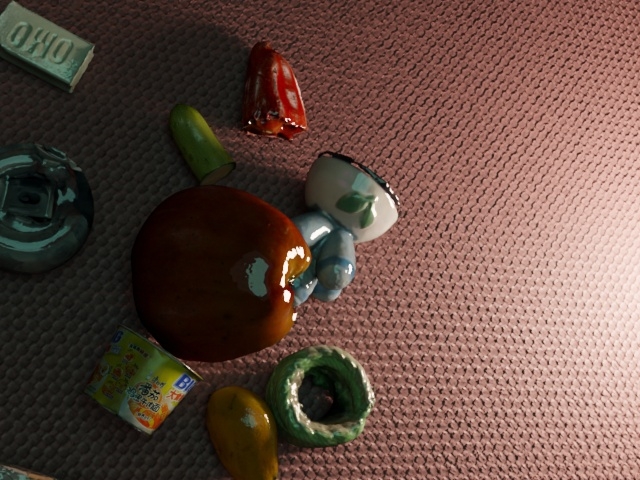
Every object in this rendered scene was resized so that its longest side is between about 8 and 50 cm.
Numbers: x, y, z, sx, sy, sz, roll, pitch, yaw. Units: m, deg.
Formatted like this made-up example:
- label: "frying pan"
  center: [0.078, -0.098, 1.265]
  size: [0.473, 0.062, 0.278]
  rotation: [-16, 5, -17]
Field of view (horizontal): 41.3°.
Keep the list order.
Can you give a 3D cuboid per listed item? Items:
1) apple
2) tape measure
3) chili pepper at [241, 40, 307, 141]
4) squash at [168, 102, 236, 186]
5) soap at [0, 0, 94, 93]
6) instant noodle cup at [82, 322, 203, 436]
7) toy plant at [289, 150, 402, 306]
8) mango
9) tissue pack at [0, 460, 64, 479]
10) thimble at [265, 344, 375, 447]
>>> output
- label: "apple"
  center: [-0.203, 0.063, 1.695]
  size: [0.295, 0.365, 0.328]
  rotation: [-36, 126, -57]
- label: "tape measure"
  center: [-0.590, -0.065, 1.681]
  size: [0.275, 0.147, 0.256]
  rotation: [6, 73, -16]
- label: "chili pepper"
  center: [-0.106, -0.351, 1.960]
  size: [0.144, 0.136, 0.252]
  rotation: [-4, 66, 7]
- label: "squash"
  center: [-0.274, -0.218, 1.871]
  size: [0.095, 0.095, 0.188]
  rotation: [-30, 81, -24]
- label: "soap"
  center: [-0.601, -0.415, 1.824]
  size: [0.198, 0.063, 0.114]
  rotation: [27, 69, -10]
- label: "instant noodle cup"
  center: [-0.352, 0.277, 1.649]
  size: [0.205, 0.205, 0.153]
  rotation: [35, 77, -7]
- label: "toy plant"
  center: [0.000, 0.000, 1.842]
  size: [0.247, 0.247, 0.332]
  rotation: [38, 73, -5]
- label: "mango"
  center: [-0.149, 0.399, 1.703]
  size: [0.227, 0.147, 0.109]
  rotation: [65, 23, 5]
- label: "tissue pack"
  center: [-0.529, 0.557, 1.478]
  size: [0.239, 0.238, 0.305]
  rotation: [21, 69, -12]
- label: "thimble"
  center: [-0.002, 0.328, 1.768]
  size: [0.219, 0.150, 0.219]
  rotation: [5, 73, -17]
